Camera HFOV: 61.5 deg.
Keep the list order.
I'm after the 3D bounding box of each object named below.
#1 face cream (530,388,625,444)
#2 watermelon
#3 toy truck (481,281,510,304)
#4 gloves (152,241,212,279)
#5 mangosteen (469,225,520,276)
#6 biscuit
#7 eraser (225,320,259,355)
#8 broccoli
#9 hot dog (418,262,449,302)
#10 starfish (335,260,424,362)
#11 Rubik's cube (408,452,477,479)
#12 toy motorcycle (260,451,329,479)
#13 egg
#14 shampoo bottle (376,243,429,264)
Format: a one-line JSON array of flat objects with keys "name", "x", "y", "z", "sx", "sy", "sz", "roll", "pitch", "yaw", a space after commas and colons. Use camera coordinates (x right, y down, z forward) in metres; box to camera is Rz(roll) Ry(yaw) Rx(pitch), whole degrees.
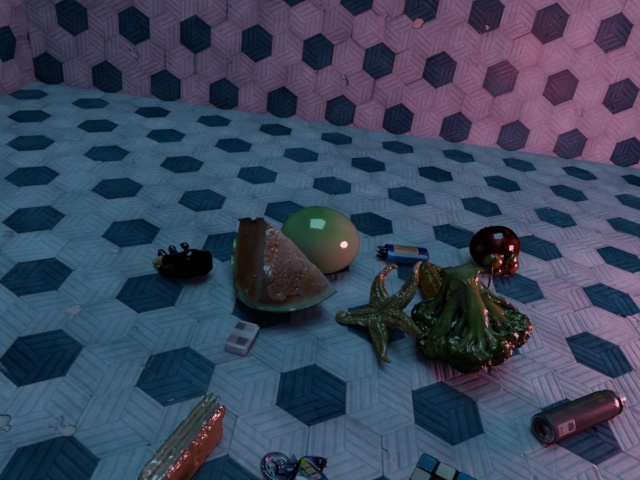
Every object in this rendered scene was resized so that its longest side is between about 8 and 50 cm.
[{"name": "face cream", "x": 0.645, "y": 0.427, "z": 1.326, "sx": 0.284, "sy": 0.073, "sz": 0.073, "roll": -8, "pitch": 34, "yaw": -26}, {"name": "watermelon", "x": -0.165, "y": 0.101, "z": 1.575, "sx": 0.222, "sy": 0.319, "sz": 0.292, "roll": -46, "pitch": 14, "yaw": -22}, {"name": "toy truck", "x": 0.499, "y": 0.186, "z": 1.679, "sx": 0.067, "sy": 0.081, "sz": 0.175, "roll": -20, "pitch": 46, "yaw": -40}, {"name": "gloves", "x": -0.435, "y": 0.073, "z": 1.653, "sx": 0.181, "sy": 0.106, "sz": 0.129, "roll": -10, "pitch": 20, "yaw": 28}, {"name": "mangosteen", "x": 0.624, "y": 0.042, "z": 1.899, "sx": 0.200, "sy": 0.199, "sz": 0.199, "roll": 6, "pitch": 30, "yaw": -4}, {"name": "biscuit", "x": -0.270, "y": 0.421, "z": 1.071, "sx": 0.062, "sy": 0.108, "sz": 0.239, "roll": 20, "pitch": 32, "yaw": 15}, {"name": "eraser", "x": -0.209, "y": 0.260, "z": 1.439, "sx": 0.065, "sy": 0.026, "sz": 0.105, "roll": 11, "pitch": 31, "yaw": 10}, {"name": "broccoli", "x": 0.409, "y": 0.204, "z": 1.447, "sx": 0.304, "sy": 0.283, "sz": 0.321, "roll": -24, "pitch": 24, "yaw": -27}, {"name": "hot dog", "x": 0.378, "y": 0.159, "z": 1.718, "sx": 0.115, "sy": 0.072, "sz": 0.269, "roll": -8, "pitch": 34, "yaw": -12}, {"name": "starfish", "x": 0.193, "y": 0.203, "z": 1.506, "sx": 0.299, "sy": 0.060, "sz": 0.302, "roll": -31, "pitch": 40, "yaw": 9}, {"name": "Rubik's cube", "x": 0.213, "y": 0.519, "z": 0.980, "sx": 0.151, "sy": 0.155, "sz": 0.154, "roll": 22, "pitch": 32, "yaw": 22}, {"name": "toy motorcycle", "x": -0.006, "y": 0.498, "z": 1.031, "sx": 0.136, "sy": 0.092, "sz": 0.254, "roll": -9, "pitch": 42, "yaw": -43}, {"name": "egg", "x": 0.000, "y": 0.000, "z": 1.737, "sx": 0.270, "sy": 0.220, "sz": 0.220, "roll": 6, "pitch": 29, "yaw": -22}, {"name": "shampoo bottle", "x": 0.287, "y": 0.048, "z": 1.898, "sx": 0.183, "sy": 0.050, "sz": 0.087, "roll": 6, "pitch": 33, "yaw": -5}]
